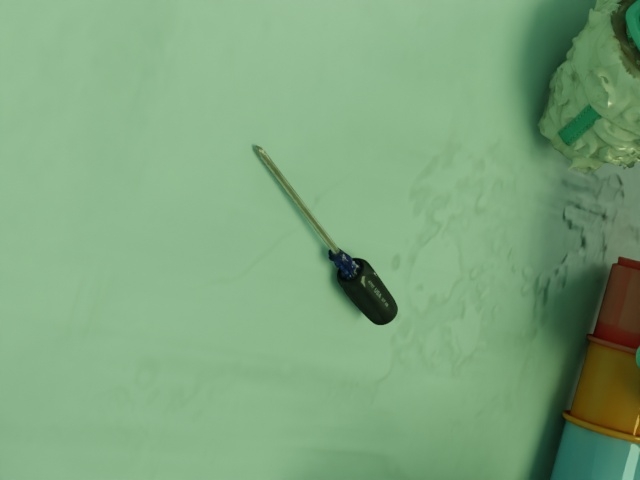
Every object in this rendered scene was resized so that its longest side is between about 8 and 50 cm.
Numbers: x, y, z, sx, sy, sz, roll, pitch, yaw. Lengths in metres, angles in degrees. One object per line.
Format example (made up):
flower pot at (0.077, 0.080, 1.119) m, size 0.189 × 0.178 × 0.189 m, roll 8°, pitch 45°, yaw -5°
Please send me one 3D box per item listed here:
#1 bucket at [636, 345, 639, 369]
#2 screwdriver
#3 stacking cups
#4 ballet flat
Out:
bucket at (0.369, 0.046, 1.127) m, size 0.281 × 0.183 × 0.281 m, roll -32°, pitch 141°, yaw -31°
screwdriver at (0.000, 0.000, 0.952) m, size 0.025 × 0.024 × 0.170 m, roll -39°, pitch 134°, yaw 5°
stacking cups at (0.217, 0.172, 1.241) m, size 0.096 × 0.096 × 0.316 m, roll 15°, pitch 93°, yaw -54°
ballet flat at (0.296, -0.142, 1.189) m, size 0.409 × 0.147 × 0.147 m, roll -20°, pitch 121°, yaw -40°
